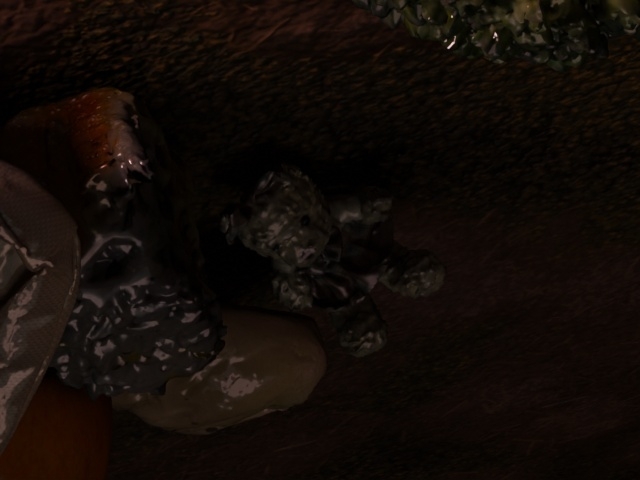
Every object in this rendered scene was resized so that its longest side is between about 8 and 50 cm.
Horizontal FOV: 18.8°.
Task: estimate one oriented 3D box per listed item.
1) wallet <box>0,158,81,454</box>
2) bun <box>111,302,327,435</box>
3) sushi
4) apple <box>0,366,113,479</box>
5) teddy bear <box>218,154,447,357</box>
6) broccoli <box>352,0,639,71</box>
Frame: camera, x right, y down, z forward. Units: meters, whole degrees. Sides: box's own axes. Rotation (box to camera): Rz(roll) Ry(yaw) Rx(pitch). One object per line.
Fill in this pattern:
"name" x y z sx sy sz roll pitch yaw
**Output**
"wallet" -0.311 0.028 1.252 0.335 0.068 0.275 27 115 -15
"bun" -0.106 0.110 1.665 0.237 0.116 0.210 5 178 27
"sushi" -0.154 -0.001 1.388 0.139 0.184 0.274 -19 153 4
"apple" -0.300 0.142 1.497 0.299 0.299 0.275 8 128 -41
"teddy bear" -0.001 -0.008 1.586 0.133 0.111 0.213 -43 125 14
"broccoli" 0.095 -0.230 1.085 0.288 0.248 0.246 19 104 -36
